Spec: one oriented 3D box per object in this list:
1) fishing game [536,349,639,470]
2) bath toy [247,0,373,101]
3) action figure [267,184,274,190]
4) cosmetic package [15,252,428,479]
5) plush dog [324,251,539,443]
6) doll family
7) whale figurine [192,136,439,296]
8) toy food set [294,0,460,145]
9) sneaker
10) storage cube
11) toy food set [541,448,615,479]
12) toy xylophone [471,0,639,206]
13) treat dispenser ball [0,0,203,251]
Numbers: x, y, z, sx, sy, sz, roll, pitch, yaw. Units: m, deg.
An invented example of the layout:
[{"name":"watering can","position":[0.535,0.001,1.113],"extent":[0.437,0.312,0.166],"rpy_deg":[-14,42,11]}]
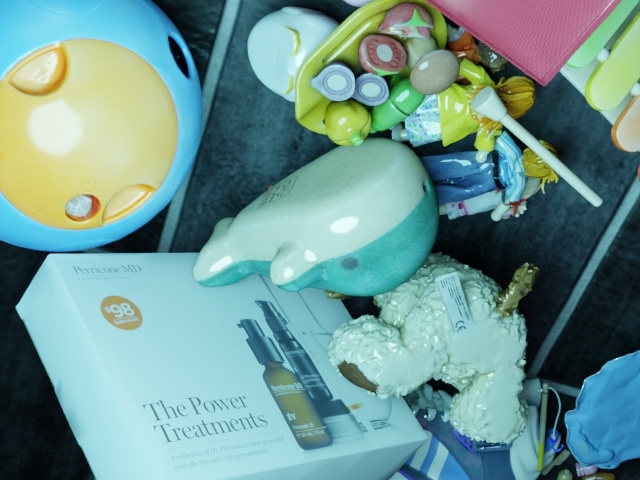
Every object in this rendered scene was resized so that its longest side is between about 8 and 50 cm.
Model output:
[{"name":"fishing game","position":[0.388,0.208,1.427],"extent":[0.264,0.041,0.189],"rpy_deg":[-16,123,-12]},{"name":"bath toy","position":[0.035,-0.293,1.106],"extent":[0.151,0.129,0.348],"rpy_deg":[42,129,31]},{"name":"action figure","position":[-0.070,-0.016,1.358],"extent":[0.038,0.030,0.115],"rpy_deg":[12,120,-9]},{"name":"cosmetic package","position":[-0.097,0.145,1.213],"extent":[0.377,0.284,0.097],"rpy_deg":[0,136,-46]},{"name":"plush dog","position":[0.135,0.080,1.291],"extent":[0.262,0.225,0.210],"rpy_deg":[25,100,-27]},{"name":"doll family","position":[0.169,-0.101,1.219],"extent":[0.163,0.118,0.263],"rpy_deg":[-10,125,16]},{"name":"whale figurine","position":[0.000,0.000,1.194],"extent":[0.272,0.216,0.141],"rpy_deg":[-20,116,26]},{"name":"toy food set","position":[0.071,-0.165,1.104],"extent":[0.218,0.071,0.128],"rpy_deg":[-43,137,20]},{"name":"sneaker","position":[0.158,0.210,1.445],"extent":[0.236,0.130,0.323],"rpy_deg":[-38,109,17]},{"name":"storage cube","position":[0.164,-0.279,0.916],"extent":[0.193,0.183,0.215],"rpy_deg":[33,118,-12]},{"name":"toy food set","position":[0.371,0.335,1.560],"extent":[0.122,0.019,0.078],"rpy_deg":[28,123,-13]},{"name":"toy xylophone","position":[0.297,-0.169,1.131],"extent":[0.323,0.081,0.236],"rpy_deg":[31,87,-20]},{"name":"treat dispenser ball","position":[-0.263,-0.132,1.142],"extent":[0.288,0.288,0.288],"rpy_deg":[3,125,4]}]
